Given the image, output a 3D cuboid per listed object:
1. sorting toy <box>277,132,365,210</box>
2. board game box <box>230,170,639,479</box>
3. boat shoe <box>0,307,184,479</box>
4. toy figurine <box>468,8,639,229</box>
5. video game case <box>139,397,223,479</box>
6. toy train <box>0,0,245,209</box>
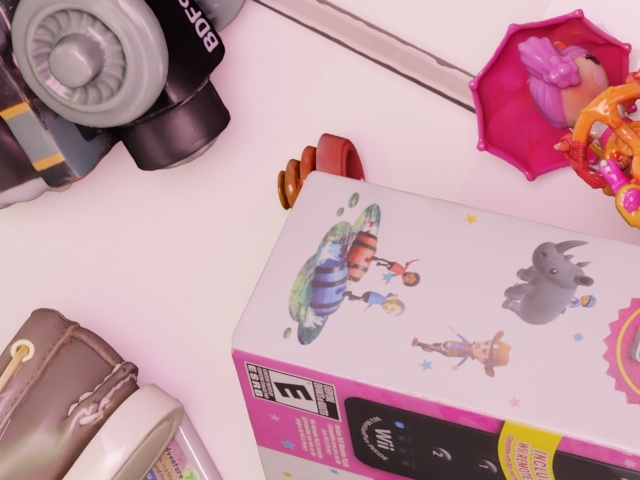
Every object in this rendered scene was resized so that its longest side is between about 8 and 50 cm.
[{"bbox_3d":[0.000,0.000,0.944,0.042,0.061,0.102,-9,67,17],"label":"sorting toy"},{"bbox_3d":[0.131,0.104,0.821,0.303,0.224,0.097,12,56,18],"label":"board game box"},{"bbox_3d":[-0.196,0.169,0.959,0.091,0.109,0.305,41,92,8],"label":"boat shoe"},{"bbox_3d":[0.130,-0.039,0.864,0.130,0.173,0.159,-45,68,1],"label":"toy figurine"},{"bbox_3d":[-0.096,0.182,1.002,0.143,0.019,0.157,-31,83,15],"label":"video game case"},{"bbox_3d":[-0.175,-0.167,0.917,0.190,0.142,0.334,-18,112,33],"label":"toy train"}]
